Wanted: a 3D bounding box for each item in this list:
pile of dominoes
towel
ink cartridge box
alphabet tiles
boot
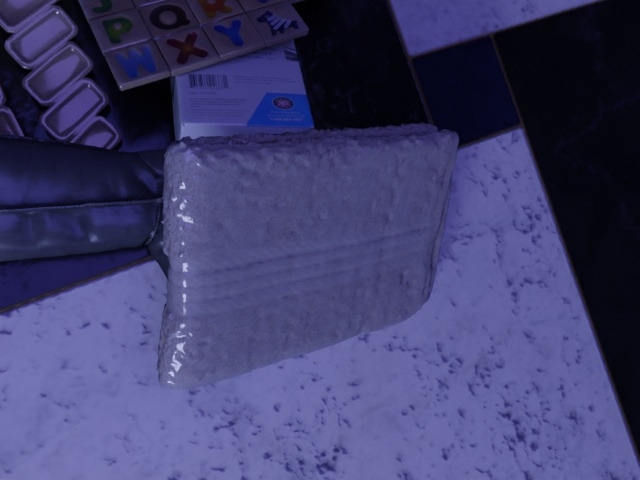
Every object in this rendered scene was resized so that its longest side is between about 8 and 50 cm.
[{"bbox_3d":[-0.283,-0.112,0.514,0.196,0.040,0.251,-24,102,-18],"label":"pile of dominoes"},{"bbox_3d":[0.000,0.000,0.502,0.282,0.049,0.187,-10,115,-38],"label":"towel"},{"bbox_3d":[-0.076,-0.146,0.530,0.104,0.060,0.180,-2,58,-16],"label":"ink cartridge box"},{"bbox_3d":[-0.089,-0.232,0.531,0.237,0.009,0.198,-23,63,-16],"label":"alphabet tiles"},{"bbox_3d":[-0.182,0.002,0.495,0.208,0.076,0.190,-5,79,-27],"label":"boot"}]
